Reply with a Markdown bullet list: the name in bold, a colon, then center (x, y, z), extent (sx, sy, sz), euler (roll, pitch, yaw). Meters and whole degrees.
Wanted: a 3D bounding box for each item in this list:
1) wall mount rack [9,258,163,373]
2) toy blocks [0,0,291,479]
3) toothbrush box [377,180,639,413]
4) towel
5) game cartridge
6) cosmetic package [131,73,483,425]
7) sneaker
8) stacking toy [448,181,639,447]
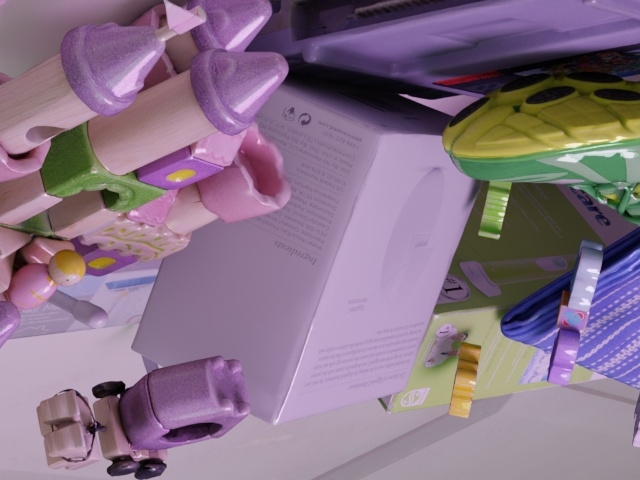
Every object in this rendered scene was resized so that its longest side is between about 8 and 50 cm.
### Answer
- **wall mount rack**: center (-0.173, 0.073, 1.663), extent (0.350, 0.130, 0.304), euler (-6, 155, -33)
- **toy blocks**: center (-0.111, -0.043, 1.177), extent (0.260, 0.309, 0.288), euler (-23, 160, 26)
- **toothbrush box**: center (0.142, 0.024, 1.672), extent (0.283, 0.206, 0.122), euler (-8, 135, -33)
- **towel**: center (0.329, 0.057, 1.602), extent (0.243, 0.040, 0.336), euler (-34, 146, 26)
- **game cartridge**: center (0.150, -0.152, 1.316), extent (0.355, 0.068, 0.230), euler (-7, 167, 41)
- **cosmetic package**: center (0.000, 0.000, 1.420), extent (0.224, 0.138, 0.224), euler (-4, 115, -64)
- **sneaker**: center (0.232, -0.051, 1.344), extent (0.295, 0.109, 0.123), euler (0, 114, -12)
- **stacking toy**: center (0.196, 0.058, 1.472), extent (0.167, 0.052, 0.221), euler (10, 123, 5)
